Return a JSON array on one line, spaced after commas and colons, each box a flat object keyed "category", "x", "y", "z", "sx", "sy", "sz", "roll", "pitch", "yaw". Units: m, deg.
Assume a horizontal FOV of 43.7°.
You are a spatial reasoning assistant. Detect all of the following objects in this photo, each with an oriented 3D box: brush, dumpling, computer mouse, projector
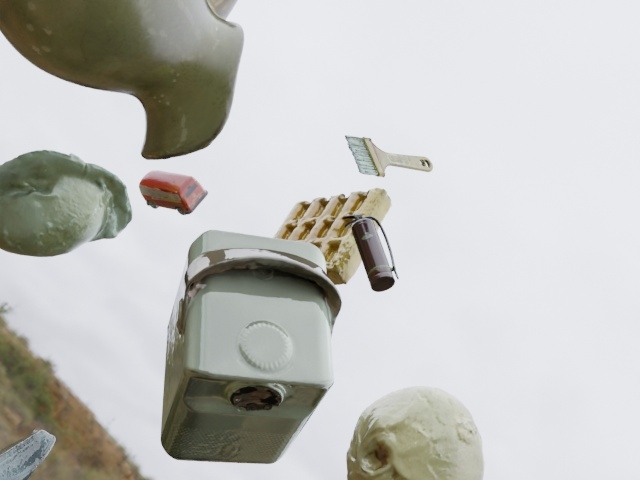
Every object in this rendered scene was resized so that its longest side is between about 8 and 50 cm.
[{"category": "brush", "x": 0.129, "y": -0.141, "z": 1.396, "sx": 0.010, "sy": 0.218, "sz": 0.083, "roll": -39, "pitch": -118, "yaw": 37}, {"category": "dumpling", "x": -0.587, "y": -0.065, "z": 1.725, "sx": 0.270, "sy": 0.320, "sz": 0.212, "roll": -23, "pitch": -89, "yaw": 50}, {"category": "computer mouse", "x": -0.488, "y": 0.361, "z": 1.231, "sx": 0.113, "sy": 0.229, "sz": 0.068, "roll": -25, "pitch": -89, "yaw": 17}, {"category": "projector", "x": -0.082, "y": 0.115, "z": 0.860, "sx": 0.163, "sy": 0.177, "sz": 0.242, "roll": 8, "pitch": -40, "yaw": -17}]

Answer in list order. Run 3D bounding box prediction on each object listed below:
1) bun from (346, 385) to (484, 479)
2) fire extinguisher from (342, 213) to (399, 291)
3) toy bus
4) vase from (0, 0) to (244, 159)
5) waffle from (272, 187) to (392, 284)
[{"category": "bun", "x": 0.190, "y": 0.508, "z": 1.819, "sx": 0.202, "sy": 0.364, "sz": 0.364, "roll": 15, "pitch": -8, "yaw": -37}, {"category": "fire extinguisher", "x": 0.087, "y": 0.012, "z": 1.364, "sx": 0.043, "sy": 0.064, "sz": 0.158, "roll": 68, "pitch": 5, "yaw": -55}, {"category": "toy bus", "x": -0.350, "y": -0.117, "z": 1.852, "sx": 0.174, "sy": 0.079, "sz": 0.077, "roll": 13, "pitch": -34, "yaw": 37}, {"category": "vase", "x": -0.209, "y": -0.307, "z": 0.985, "sx": 0.302, "sy": 0.329, "sz": 0.241, "roll": 41, "pitch": -20, "yaw": -30}, {"category": "waffle", "x": 0.000, "y": 0.000, "z": 1.551, "sx": 0.247, "sy": 0.221, "sz": 0.055, "roll": -6, "pitch": -48, "yaw": 43}]
